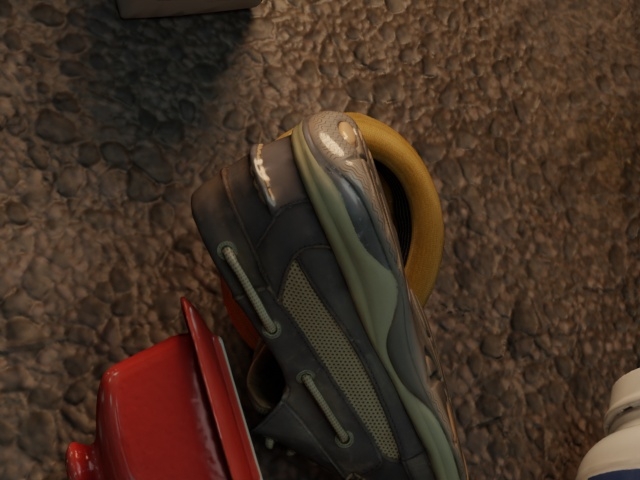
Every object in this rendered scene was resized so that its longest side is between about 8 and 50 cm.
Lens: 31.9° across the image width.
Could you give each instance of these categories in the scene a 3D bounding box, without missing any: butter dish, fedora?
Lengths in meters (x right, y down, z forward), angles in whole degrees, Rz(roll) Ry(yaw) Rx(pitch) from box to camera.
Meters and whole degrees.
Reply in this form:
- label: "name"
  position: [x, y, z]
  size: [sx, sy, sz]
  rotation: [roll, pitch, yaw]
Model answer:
- label: "butter dish"
  position: [-0.107, 0.134, 0.726]
  size: [0.118, 0.160, 0.160]
  rotation: [-17, 79, -9]
- label: "fedora"
  position: [0.000, 0.000, 0.839]
  size: [0.194, 0.079, 0.194]
  rotation: [-5, 101, -26]

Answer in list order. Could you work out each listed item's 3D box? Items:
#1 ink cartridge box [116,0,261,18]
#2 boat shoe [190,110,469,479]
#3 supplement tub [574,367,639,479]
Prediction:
- label: "ink cartridge box"
  position: [-0.088, -0.266, 0.847]
  size: [0.127, 0.176, 0.128]
  rotation: [-12, 78, -29]
- label: "boat shoe"
  position: [0.012, 0.082, 0.762]
  size: [0.132, 0.130, 0.356]
  rotation: [-93, 165, -62]
- label: "supplement tub"
  position: [0.294, 0.276, 0.823]
  size: [0.235, 0.235, 0.325]
  rotation: [25, 62, -19]
